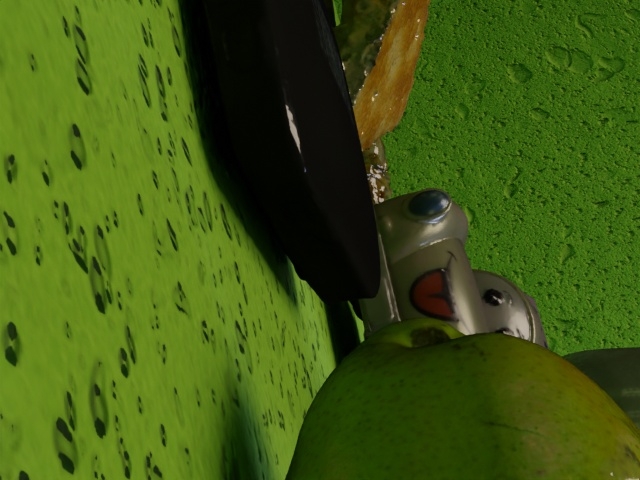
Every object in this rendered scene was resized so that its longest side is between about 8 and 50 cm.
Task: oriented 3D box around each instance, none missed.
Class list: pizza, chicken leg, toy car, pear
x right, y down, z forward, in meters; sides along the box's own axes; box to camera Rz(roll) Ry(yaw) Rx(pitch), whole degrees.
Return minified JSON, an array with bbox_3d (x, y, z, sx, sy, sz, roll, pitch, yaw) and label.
[{"bbox_3d":[0.028,-0.163,0.973,0.280,0.075,0.288,99,18,-44],"label":"pizza"},{"bbox_3d":[0.077,-0.081,1.637,0.103,0.088,0.228,98,-21,-68],"label":"chicken leg"},{"bbox_3d":[0.146,0.107,1.116,0.336,0.226,0.242,72,7,-65],"label":"toy car"},{"bbox_3d":[0.065,0.133,0.458,0.187,0.187,0.220,68,17,-57],"label":"pear"}]

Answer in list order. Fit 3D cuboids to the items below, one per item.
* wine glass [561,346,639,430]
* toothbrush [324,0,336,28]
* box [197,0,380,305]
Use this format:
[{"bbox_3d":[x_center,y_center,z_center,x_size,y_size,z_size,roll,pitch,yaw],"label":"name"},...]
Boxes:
[{"bbox_3d":[0.180,0.198,0.775,0.238,0.322,0.238,-11,90,-86],"label":"wine glass"},{"bbox_3d":[0.014,-0.130,1.135,0.037,0.028,0.375,41,-26,34],"label":"toothbrush"},{"bbox_3d":[-0.027,-0.122,0.733,0.289,0.073,0.290,59,18,-66],"label":"box"}]
